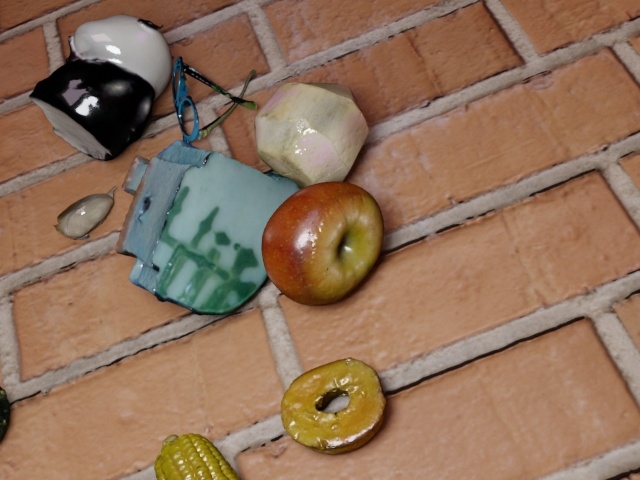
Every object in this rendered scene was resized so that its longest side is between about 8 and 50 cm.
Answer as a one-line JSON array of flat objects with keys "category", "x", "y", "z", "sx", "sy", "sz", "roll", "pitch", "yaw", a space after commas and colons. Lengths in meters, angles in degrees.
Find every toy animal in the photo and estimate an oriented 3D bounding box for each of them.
[{"category": "toy animal", "x": -0.452, "y": -0.348, "z": 1.906, "sx": 0.251, "sy": 0.251, "sz": 0.310, "roll": 22, "pitch": 69, "yaw": 28}]

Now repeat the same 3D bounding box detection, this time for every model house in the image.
[{"category": "model house", "x": -0.261, "y": -0.036, "z": 1.676, "sx": 0.329, "sy": 0.252, "sz": 0.294, "roll": 18, "pitch": 87, "yaw": 51}]

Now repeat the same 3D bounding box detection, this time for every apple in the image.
[{"category": "apple", "x": 0.000, "y": 0.000, "z": 1.561, "sx": 0.235, "sy": 0.210, "sz": 0.173, "roll": -30, "pitch": 30, "yaw": -30}]

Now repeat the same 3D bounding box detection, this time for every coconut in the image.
[{"category": "coconut", "x": -0.016, "y": -0.221, "z": 1.714, "sx": 0.237, "sy": 0.197, "sz": 0.236, "roll": -11, "pitch": 56, "yaw": 16}]

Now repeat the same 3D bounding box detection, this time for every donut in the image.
[{"category": "donut", "x": 0.026, "y": 0.283, "z": 1.451, "sx": 0.178, "sy": 0.065, "sz": 0.162, "roll": -15, "pitch": 50, "yaw": 8}]

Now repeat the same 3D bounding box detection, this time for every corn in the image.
[{"category": "corn", "x": -0.146, "y": 0.442, "z": 1.359, "sx": 0.120, "sy": 0.120, "sz": 0.363, "roll": -39, "pitch": 56, "yaw": -11}]

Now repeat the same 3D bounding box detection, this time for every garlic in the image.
[{"category": "garlic", "x": -0.492, "y": -0.062, "z": 1.826, "sx": 0.152, "sy": 0.066, "sz": 0.084, "roll": -33, "pitch": 53, "yaw": -4}]

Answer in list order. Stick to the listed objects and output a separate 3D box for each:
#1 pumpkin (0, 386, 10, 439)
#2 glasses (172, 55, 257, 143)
[{"category": "pumpkin", "x": -0.661, "y": 0.325, "z": 1.572, "sx": 0.190, "sy": 0.146, "sz": 0.190, "roll": 9, "pitch": 56, "yaw": -13}, {"category": "glasses", "x": -0.238, "y": -0.330, "z": 1.906, "sx": 0.207, "sy": 0.102, "sz": 0.239, "roll": -24, "pitch": 54, "yaw": 1}]
